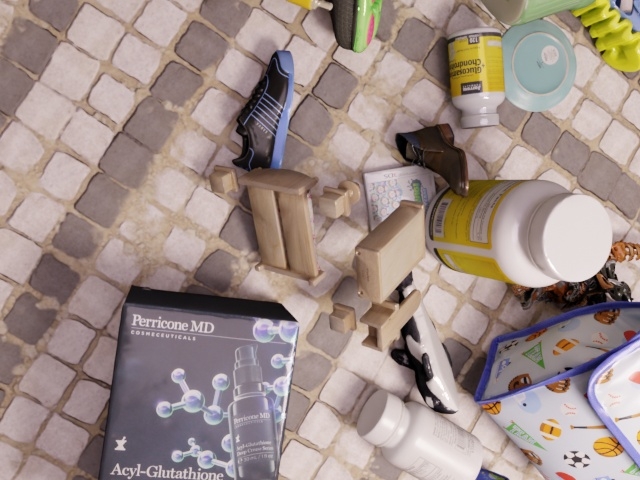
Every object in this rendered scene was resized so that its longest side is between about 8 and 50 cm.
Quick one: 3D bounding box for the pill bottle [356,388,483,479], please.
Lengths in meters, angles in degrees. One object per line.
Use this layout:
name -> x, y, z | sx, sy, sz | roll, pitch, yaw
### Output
pill bottle -> 0.192, 0.392, 1.351 | 0.229, 0.131, 0.131 | 33, 87, -12

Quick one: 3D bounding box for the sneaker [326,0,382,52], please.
sneaker -> -0.020, -0.567, 1.239 | 0.202, 0.185, 0.483 | -17, 103, 20

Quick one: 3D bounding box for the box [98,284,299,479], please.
box -> -0.219, 0.301, 1.213 | 0.293, 0.212, 0.396 | 7, 92, -12

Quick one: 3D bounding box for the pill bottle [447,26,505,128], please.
pill bottle -> 0.305, -0.313, 1.339 | 0.103, 0.103, 0.184 | -6, 95, -12

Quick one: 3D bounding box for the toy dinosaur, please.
toy dinosaur -> 0.561, 0.081, 1.410 | 0.321, 0.164, 0.218 | -23, 82, 11

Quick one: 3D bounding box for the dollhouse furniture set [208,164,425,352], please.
dollhouse furniture set -> 0.000, 0.000, 1.286 | 0.174, 0.355, 0.303 | -40, 133, -43

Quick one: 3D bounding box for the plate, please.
plate -> 0.445, -0.359, 1.408 | 0.188, 0.024, 0.188 | -1, 94, -12

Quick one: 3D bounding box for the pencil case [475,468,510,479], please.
pencil case -> 0.313, 0.617, 1.401 | 0.133, 0.119, 0.306 | 2, 94, -9

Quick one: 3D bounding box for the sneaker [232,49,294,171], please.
sneaker -> -0.106, -0.239, 1.265 | 0.090, 0.081, 0.232 | 7, 93, -18

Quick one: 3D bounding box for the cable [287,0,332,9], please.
cable -> -0.109, -0.469, 1.174 | 0.287, 0.072, 0.140 | 7, 122, 16

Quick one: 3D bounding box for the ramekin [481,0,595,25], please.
ramekin -> 0.371, -0.542, 1.244 | 0.148, 0.303, 0.303 | -24, 99, -3

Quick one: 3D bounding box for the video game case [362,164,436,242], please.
video game case -> 0.163, -0.067, 1.369 | 0.143, 0.019, 0.157 | -10, 96, -11

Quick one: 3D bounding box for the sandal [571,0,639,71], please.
sandal -> 0.580, -0.500, 1.386 | 0.138, 0.126, 0.317 | -45, 110, -10

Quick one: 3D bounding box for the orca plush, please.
orca plush -> 0.175, 0.211, 1.353 | 0.102, 0.151, 0.287 | -22, 101, 22

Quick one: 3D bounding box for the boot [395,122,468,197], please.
boot -> 0.209, -0.146, 1.292 | 0.106, 0.219, 0.082 | -4, 126, -3

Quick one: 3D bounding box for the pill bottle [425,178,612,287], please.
pill bottle -> 0.347, -0.016, 1.242 | 0.187, 0.334, 0.188 | -2, 96, -22

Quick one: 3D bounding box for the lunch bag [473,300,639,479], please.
lunch bag -> 0.542, 0.301, 1.279 | 0.328, 0.385, 0.239 | 49, 39, -14
